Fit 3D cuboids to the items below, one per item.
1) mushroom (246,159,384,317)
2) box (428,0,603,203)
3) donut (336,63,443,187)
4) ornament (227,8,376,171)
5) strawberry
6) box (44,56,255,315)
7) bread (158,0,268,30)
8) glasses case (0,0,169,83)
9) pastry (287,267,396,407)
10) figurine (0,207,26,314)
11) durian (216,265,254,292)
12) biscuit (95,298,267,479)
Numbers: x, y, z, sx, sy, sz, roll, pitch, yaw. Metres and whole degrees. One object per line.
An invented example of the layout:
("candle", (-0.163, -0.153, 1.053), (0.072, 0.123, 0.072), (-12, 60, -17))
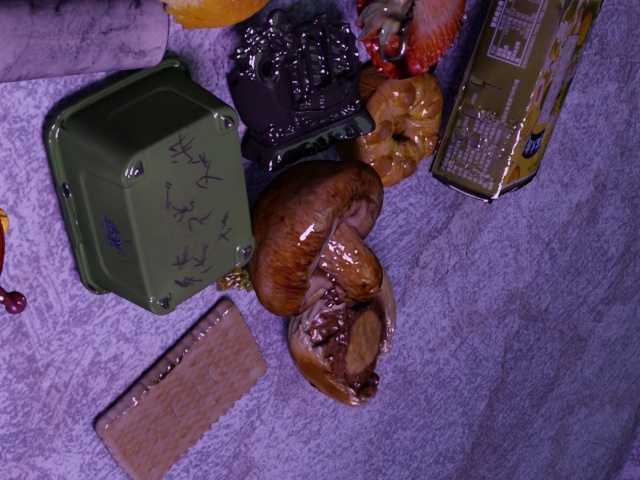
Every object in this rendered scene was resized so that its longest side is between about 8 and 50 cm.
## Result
("mushroom", (-0.007, 0.002, 1.897), (0.263, 0.195, 0.283), (-49, 135, -27))
("box", (0.375, -0.301, 2.218), (0.373, 0.138, 0.420), (-25, 137, -67))
("donut", (0.121, -0.206, 2.098), (0.226, 0.114, 0.226), (-29, 134, -34))
("ornament", (-0.033, -0.258, 1.871), (0.251, 0.106, 0.260), (-24, 129, -25))
("strawberry", (0.148, -0.386, 2.000), (0.306, 0.138, 0.233), (-18, 117, -66))
("box", (-0.227, -0.066, 1.730), (0.253, 0.178, 0.328), (-35, 138, -32))
("bread", (-0.118, -0.389, 1.636), (0.229, 0.139, 0.143), (-62, 148, -21))
("glasses case", (-0.331, -0.265, 1.564), (0.299, 0.060, 0.114), (-14, 121, -44))
("pastry", (0.027, 0.161, 2.215), (0.256, 0.170, 0.236), (58, 47, -41))
("figurine", (-0.513, 0.001, 1.422), (0.323, 0.196, 0.320), (31, 84, -44))
("durian", (-0.083, 0.019, 2.014), (0.187, 0.108, 0.119), (-37, 144, -24))
("biscuit", (-0.235, 0.265, 2.067), (0.325, 0.044, 0.217), (-45, 141, -19))
